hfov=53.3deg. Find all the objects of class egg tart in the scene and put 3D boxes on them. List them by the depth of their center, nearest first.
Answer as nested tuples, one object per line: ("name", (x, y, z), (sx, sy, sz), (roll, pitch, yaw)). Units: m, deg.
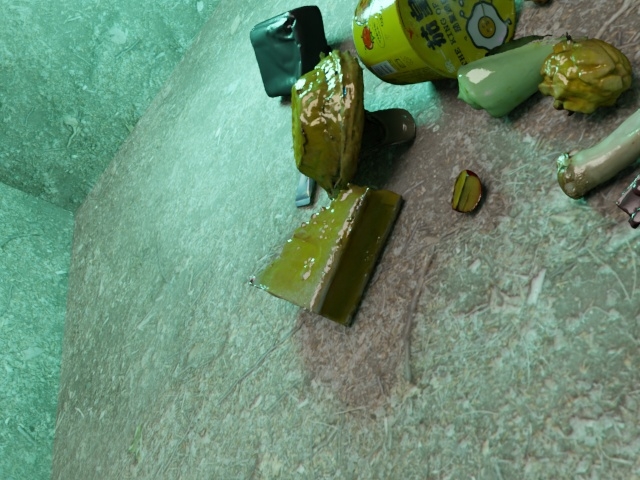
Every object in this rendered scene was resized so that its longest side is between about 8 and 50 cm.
("egg tart", (0.012, -0.289, 1.593), (0.388, 0.169, 0.387), (180, 90, -83))

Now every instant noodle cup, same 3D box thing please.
("instant noodle cup", (0.237, -0.500, 1.448), (0.254, 0.326, 0.325), (-1, 67, 64))

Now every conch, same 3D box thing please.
("conch", (0.393, -0.350, 1.283), (0.251, 0.143, 0.137), (-36, 82, 16))

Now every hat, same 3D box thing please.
("hat", (0.159, -0.255, 1.592), (0.175, 0.085, 0.147), (0, 69, 28))

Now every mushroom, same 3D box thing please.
("mushroom", (0.483, -0.152, 1.050), (0.209, 0.071, 0.084), (-42, 28, 40))

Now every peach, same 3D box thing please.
("peach", (0.299, -0.096, 1.291), (0.077, 0.050, 0.083), (122, 165, -52))

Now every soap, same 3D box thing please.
("soap", (0.000, 0.000, 1.528), (0.304, 0.169, 0.338), (18, 82, 46))

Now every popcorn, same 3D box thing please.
("popcorn", (0.467, -0.294, 1.130), (0.148, 0.152, 0.167), (-11, 24, 10))

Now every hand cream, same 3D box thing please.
("hand cream", (-0.023, -0.220, 1.825), (0.088, 0.055, 0.256), (-7, 69, 57))

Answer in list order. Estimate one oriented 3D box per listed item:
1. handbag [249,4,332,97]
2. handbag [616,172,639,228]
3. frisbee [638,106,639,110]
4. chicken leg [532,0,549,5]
("handbag", (-0.078, -0.603, 2.076), (0.178, 0.275, 0.302), (-26, 19, -27))
("handbag", (0.551, -0.071, 0.894), (0.216, 0.074, 0.203), (-54, 37, 19))
("frisbee", (0.604, -0.212, 0.989), (0.236, 0.017, 0.236), (-33, 44, 38))
("chicken leg", (0.493, -0.624, 1.379), (0.107, 0.087, 0.251), (165, 120, -74))
